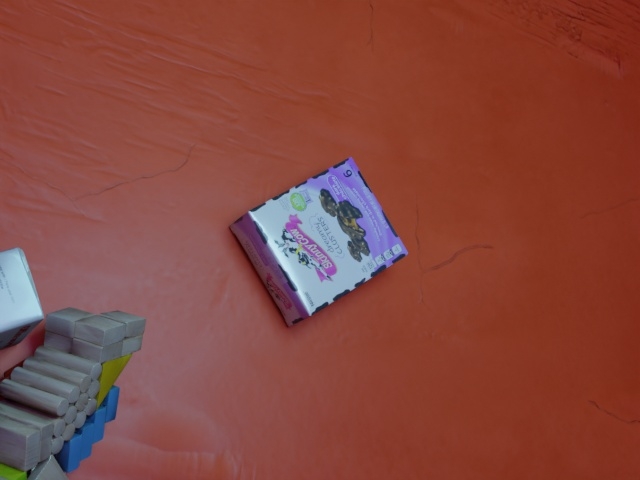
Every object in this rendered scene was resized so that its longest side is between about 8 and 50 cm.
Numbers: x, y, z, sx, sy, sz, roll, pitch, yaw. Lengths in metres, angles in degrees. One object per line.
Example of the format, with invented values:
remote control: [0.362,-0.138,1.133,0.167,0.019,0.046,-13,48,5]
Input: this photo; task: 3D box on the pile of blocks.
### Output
pile of blocks: [-0.331,0.217,1.020,0.112,0.149,0.362,13,47,22]

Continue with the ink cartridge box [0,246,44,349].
ink cartridge box: [-0.416,0.091,0.970,0.208,0.153,0.087,-19,84,-31]

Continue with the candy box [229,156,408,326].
candy box: [0.000,0.000,1.277,0.196,0.070,0.165,-30,90,-33]
